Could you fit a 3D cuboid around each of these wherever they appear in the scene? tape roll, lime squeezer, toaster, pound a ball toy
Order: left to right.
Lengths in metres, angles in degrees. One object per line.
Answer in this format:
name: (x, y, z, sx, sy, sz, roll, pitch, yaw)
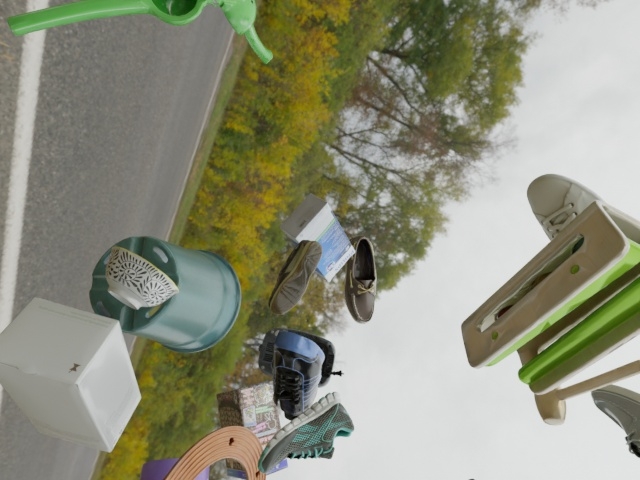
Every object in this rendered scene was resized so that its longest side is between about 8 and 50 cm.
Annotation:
tape roll: (-0.416, 0.684, 1.165, 0.189, 0.188, 0.080, 125, -29, -44)
lime squeezer: (-0.141, -0.243, 0.435, 0.109, 0.310, 0.059, 0, -76, 41)
toaster: (-0.044, 0.308, 1.069, 0.146, 0.226, 0.129, 74, 27, -72)
pound a ball toy: (0.363, 0.116, 0.601, 0.136, 0.208, 0.319, -78, -165, -52)

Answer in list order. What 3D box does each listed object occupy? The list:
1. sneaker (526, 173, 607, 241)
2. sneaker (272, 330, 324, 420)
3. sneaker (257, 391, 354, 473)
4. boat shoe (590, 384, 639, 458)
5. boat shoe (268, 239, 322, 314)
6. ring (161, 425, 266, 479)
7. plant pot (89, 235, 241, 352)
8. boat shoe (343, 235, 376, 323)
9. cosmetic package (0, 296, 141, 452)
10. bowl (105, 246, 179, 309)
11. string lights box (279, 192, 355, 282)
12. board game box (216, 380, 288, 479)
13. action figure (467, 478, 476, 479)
sneaker: (0.462, 0.005, 0.712, 0.290, 0.123, 0.106, 57, -43, 16)
sneaker: (-0.042, 0.237, 0.691, 0.232, 0.081, 0.090, 81, 26, -52)
sneaker: (-0.015, 0.299, 0.613, 0.166, 0.076, 0.065, -25, 150, -33)
boat shoe: (0.548, 0.323, 0.666, 0.081, 0.079, 0.227, -36, -146, -17)
boat shoe: (-0.051, 0.066, 0.761, 0.049, 0.056, 0.152, 17, -112, 49)
ring: (-0.217, 0.524, 0.772, 0.032, 0.336, 0.337, 2, -116, 30)
plant pot: (-0.451, 0.149, 1.198, 0.334, 0.341, 0.341, 60, 47, -71)
boat shoe: (0.151, 0.144, 1.500, 0.096, 0.116, 0.325, 152, -64, -74)
cosmetic package: (-0.544, 0.313, 0.909, 0.155, 0.196, 0.366, -73, 179, -47)
bowl: (-0.402, 0.097, 0.887, 0.080, 0.170, 0.170, -60, -172, -27)
string lights box: (0.000, 0.000, 1.196, 0.076, 0.260, 0.133, 33, -105, 37)
board game box: (-0.256, 0.680, 1.482, 0.232, 0.141, 0.291, -36, -118, 50)
action figure: (0.437, 0.637, 0.942, 0.099, 0.185, 0.285, -69, -161, -5)
